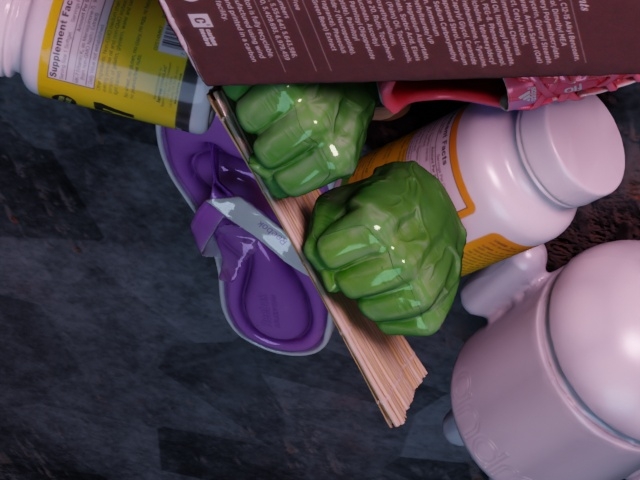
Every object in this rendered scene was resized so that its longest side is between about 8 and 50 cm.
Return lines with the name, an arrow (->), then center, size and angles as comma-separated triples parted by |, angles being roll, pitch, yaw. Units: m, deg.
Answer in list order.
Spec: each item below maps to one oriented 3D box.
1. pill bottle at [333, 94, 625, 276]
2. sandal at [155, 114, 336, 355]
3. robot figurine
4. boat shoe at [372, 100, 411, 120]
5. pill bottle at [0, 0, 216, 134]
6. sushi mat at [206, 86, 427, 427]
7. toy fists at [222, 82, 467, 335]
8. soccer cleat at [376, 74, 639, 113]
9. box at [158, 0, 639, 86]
pill bottle -> 0.137, -0.047, 1.545 | 0.136, 0.136, 0.246 | 36, 140, -29
sandal -> -0.056, 0.005, 1.719 | 0.169, 0.102, 0.416 | 2, 144, 16
robot figurine -> 0.260, 0.128, 1.695 | 0.300, 0.200, 0.353 | 45, 141, 0
boat shoe -> 0.005, -0.139, 1.542 | 0.152, 0.056, 0.049 | 6, 125, 17
pill bottle -> -0.183, -0.169, 1.502 | 0.209, 0.119, 0.119 | 14, 146, 0
sushi mat -> 0.000, 0.000, 1.487 | 0.019, 0.151, 0.316 | -26, 99, 16
toy fists -> 0.019, -0.048, 1.410 | 0.096, 0.142, 0.279 | -25, 106, 21
soccer cleat -> 0.198, -0.149, 1.396 | 0.318, 0.116, 0.108 | 2, 144, 18
box -> 0.090, -0.225, 1.264 | 0.381, 0.191, 0.143 | 0, 144, 21
